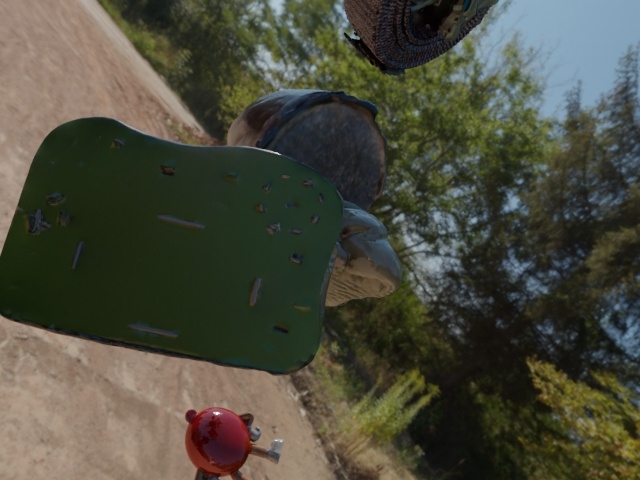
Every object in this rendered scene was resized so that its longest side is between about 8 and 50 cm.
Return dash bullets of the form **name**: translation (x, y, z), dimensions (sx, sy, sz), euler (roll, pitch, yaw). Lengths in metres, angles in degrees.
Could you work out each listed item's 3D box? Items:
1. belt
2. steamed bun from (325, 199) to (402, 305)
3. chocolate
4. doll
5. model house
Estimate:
- **belt**: translation (0.160, -0.386, 0.765), dimensions (0.122, 0.260, 0.325), euler (57, -21, 21)
- **steamed bun**: translation (0.002, 0.001, 0.809), dimensions (0.211, 0.218, 0.145), euler (28, 58, -33)
- **chocolate**: translation (-0.052, -0.140, 1.006), dimensions (0.213, 0.303, 0.303), euler (34, -10, 44)
- **doll**: translation (-0.187, 0.417, 1.094), dimensions (0.217, 0.085, 0.183), euler (34, 43, -9)
- **model house**: translation (-0.136, 0.016, 0.569), dimensions (0.293, 0.207, 0.154), euler (12, -15, -2)
